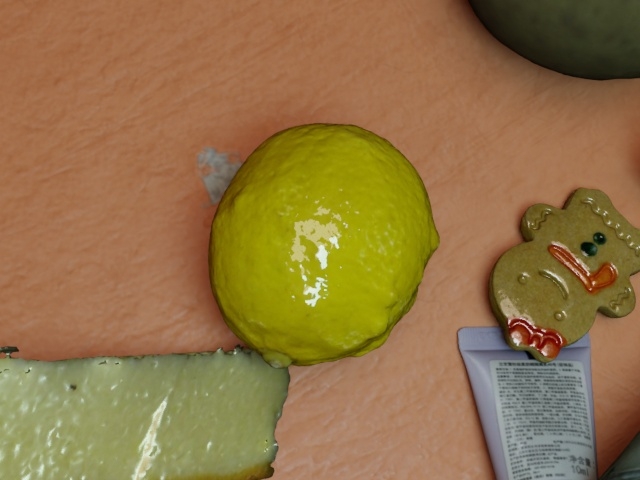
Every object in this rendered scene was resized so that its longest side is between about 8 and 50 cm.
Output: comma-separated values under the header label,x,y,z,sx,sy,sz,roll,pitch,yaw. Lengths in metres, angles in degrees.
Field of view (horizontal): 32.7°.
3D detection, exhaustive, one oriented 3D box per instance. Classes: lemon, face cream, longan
label,x,y,z,sx,sy,sz,roll,pitch,yaw
lemon,0.000,0.000,1.147,0.233,0.233,0.288,22,66,2
face cream,0.238,0.217,1.184,0.154,0.096,0.274,-2,61,-3
longan,0.330,-0.352,1.239,0.361,0.361,0.361,1,74,-4

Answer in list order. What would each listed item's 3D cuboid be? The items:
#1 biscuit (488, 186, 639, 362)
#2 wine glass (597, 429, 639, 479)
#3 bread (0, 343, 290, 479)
label,x,y,z,sx,sy,sz,roll,pitch,yaw
biscuit,0.279,0.036,1.240,0.225,0.036,0.166,-37,80,-22
wine glass,0.431,0.093,1.128,0.267,0.267,0.406,13,65,-1
bread,-0.227,0.269,1.059,0.405,0.242,0.345,-2,77,-2
